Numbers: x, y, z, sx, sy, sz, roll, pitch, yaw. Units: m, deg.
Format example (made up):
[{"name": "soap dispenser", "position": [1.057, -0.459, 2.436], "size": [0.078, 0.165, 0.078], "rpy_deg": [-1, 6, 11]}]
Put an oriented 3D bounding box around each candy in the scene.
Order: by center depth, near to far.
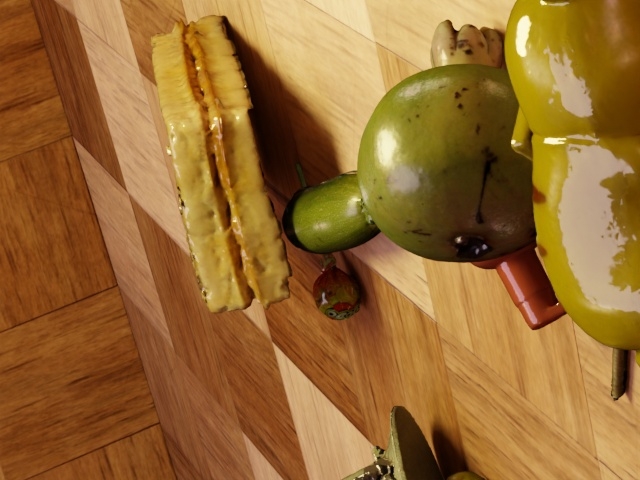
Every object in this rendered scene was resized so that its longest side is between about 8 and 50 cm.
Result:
[{"name": "candy", "position": [0.000, 0.000, 2.287], "size": [0.060, 0.060, 0.201], "rpy_deg": [123, 132, -71]}]

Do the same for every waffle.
[{"name": "waffle", "position": [-0.121, -0.101, 2.267], "size": [0.376, 0.114, 0.261], "rpy_deg": [-108, 7, -67]}]

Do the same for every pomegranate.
[{"name": "pomegranate", "position": [0.108, -0.080, 1.576], "size": [0.210, 0.179, 0.179], "rpy_deg": [58, 162, 32]}]

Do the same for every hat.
[{"name": "hat", "position": [0.074, 0.327, 2.140], "size": [0.257, 0.130, 0.257], "rpy_deg": [-21, -90, -80]}]

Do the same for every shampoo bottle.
[{"name": "shampoo bottle", "position": [0.148, -0.035, 1.682], "size": [0.244, 0.085, 0.085], "rpy_deg": [62, 163, 13]}]

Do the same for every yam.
[{"name": "yam", "position": [0.256, 0.098, 1.625], "size": [0.014, 0.014, 0.107], "rpy_deg": [54, 159, 41]}]

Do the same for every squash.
[{"name": "squash", "position": [0.022, -0.030, 2.094], "size": [0.087, 0.087, 0.331], "rpy_deg": [68, 162, -2]}]

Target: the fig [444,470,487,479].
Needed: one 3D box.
[{"name": "fig", "position": [0.170, 0.304, 2.091], "size": [0.084, 0.082, 0.098], "rpy_deg": [22, 167, 44]}]

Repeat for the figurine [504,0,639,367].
[{"name": "figurine", "position": [0.209, -0.084, 1.281], "size": [0.169, 0.218, 0.326], "rpy_deg": [-5, 103, 31]}]
